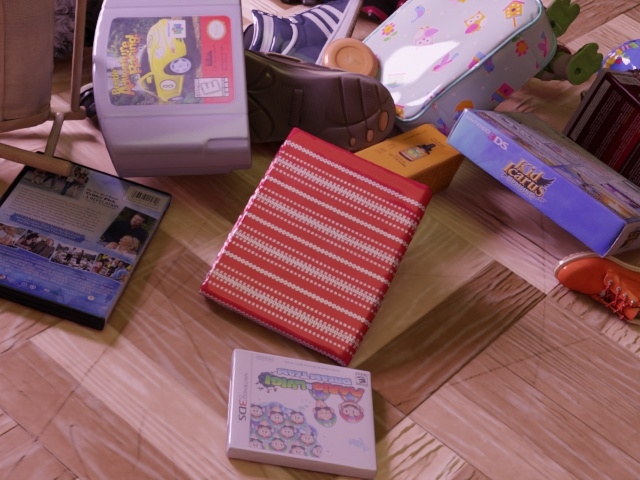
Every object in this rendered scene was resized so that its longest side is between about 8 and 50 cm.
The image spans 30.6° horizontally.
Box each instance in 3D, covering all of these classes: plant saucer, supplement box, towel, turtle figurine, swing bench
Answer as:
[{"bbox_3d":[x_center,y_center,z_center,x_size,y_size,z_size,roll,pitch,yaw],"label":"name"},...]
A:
[{"bbox_3d":[0.043,-0.257,1.692,0.083,0.013,0.084,5,68,-12],"label":"plant saucer"},{"bbox_3d":[0.094,-0.084,1.572,0.078,0.080,0.233,41,44,23],"label":"supplement box"},{"bbox_3d":[0.000,0.000,1.399,0.198,0.031,0.275,25,59,6],"label":"towel"},{"bbox_3d":[0.359,-0.350,1.874,0.274,0.198,0.266,-7,17,-20],"label":"turtle figurine"},{"bbox_3d":[0.482,-0.138,1.752,0.073,0.130,0.239,2,40,-36],"label":"supplement box"},{"bbox_3d":[-0.406,-0.235,1.387,0.254,0.253,0.165,7,32,-8],"label":"swing bench"}]

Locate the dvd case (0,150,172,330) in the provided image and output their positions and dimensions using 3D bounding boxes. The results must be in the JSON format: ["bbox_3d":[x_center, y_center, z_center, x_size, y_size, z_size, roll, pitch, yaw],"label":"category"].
[{"bbox_3d":[-0.294,-0.007,1.358,0.180,0.022,0.253,18,37,1],"label":"dvd case"}]

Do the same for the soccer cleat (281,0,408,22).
[{"bbox_3d":[0.076,-0.449,1.972,0.331,0.116,0.143,14,56,-3],"label":"soccer cleat"}]

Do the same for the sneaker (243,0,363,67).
[{"bbox_3d":[-0.032,-0.320,1.796,0.153,0.099,0.282,21,40,0],"label":"sneaker"}]

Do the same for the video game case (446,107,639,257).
[{"bbox_3d":[0.337,-0.085,1.621,0.269,0.061,0.244,40,22,23],"label":"video game case"}]

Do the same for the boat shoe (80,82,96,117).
[{"bbox_3d":[-0.281,-0.198,1.588,0.042,0.049,0.133,54,36,0],"label":"boat shoe"}]

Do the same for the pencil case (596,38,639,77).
[{"bbox_3d":[0.581,-0.212,1.891,0.119,0.133,0.306,-16,47,-25],"label":"pencil case"}]

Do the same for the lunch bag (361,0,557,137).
[{"bbox_3d":[0.197,-0.286,1.723,0.108,0.279,0.224,46,7,-47],"label":"lunch bag"}]

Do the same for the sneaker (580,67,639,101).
[{"bbox_3d":[0.491,-0.243,1.842,0.066,0.188,0.071,-29,88,-54],"label":"sneaker"}]

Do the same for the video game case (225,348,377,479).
[{"bbox_3d":[-0.019,0.182,1.238,0.157,0.019,0.143,11,38,-10],"label":"video game case"}]

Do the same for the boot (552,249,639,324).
[{"bbox_3d":[0.381,0.064,1.525,0.157,0.059,0.085,11,43,-11],"label":"boot"}]

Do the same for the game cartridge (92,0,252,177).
[{"bbox_3d":[-0.192,-0.217,1.499,0.196,0.060,0.294,-5,62,-2],"label":"game cartridge"}]

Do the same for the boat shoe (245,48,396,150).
[{"bbox_3d":[-0.072,-0.197,1.629,0.355,0.132,0.130,14,12,1],"label":"boat shoe"}]

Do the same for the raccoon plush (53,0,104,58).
[{"bbox_3d":[-0.388,-0.366,1.703,0.446,0.216,0.299,35,14,-28],"label":"raccoon plush"}]
